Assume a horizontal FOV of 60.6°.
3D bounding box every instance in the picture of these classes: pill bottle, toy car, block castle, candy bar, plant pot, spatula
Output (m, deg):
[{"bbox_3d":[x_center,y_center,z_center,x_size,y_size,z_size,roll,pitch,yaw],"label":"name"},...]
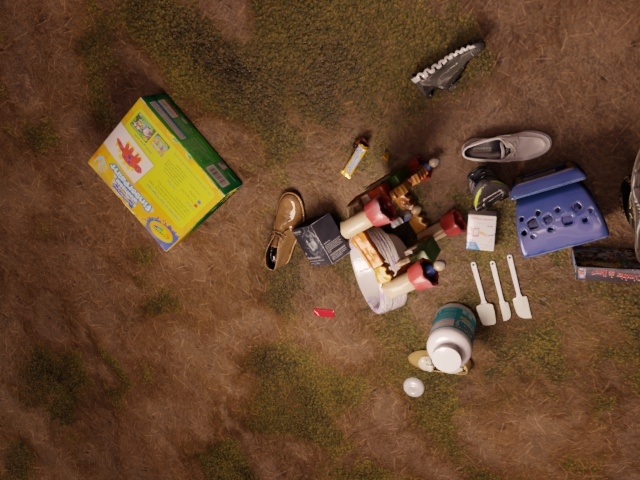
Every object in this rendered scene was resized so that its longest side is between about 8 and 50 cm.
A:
[{"bbox_3d":[0.438,0.328,1.830,0.146,0.264,0.146,8,114,17],"label":"pill bottle"},{"bbox_3d":[0.167,-0.299,1.806,0.122,0.040,0.060,33,143,-11],"label":"toy car"},{"bbox_3d":[0.276,-0.062,1.628,0.213,0.453,0.303,-30,98,35],"label":"block castle"},{"bbox_3d":[0.113,-0.266,1.820,0.040,0.018,0.161,38,141,3],"label":"candy bar"},{"bbox_3d":[0.676,-0.100,1.589,0.236,0.236,0.212,-17,98,25],"label":"plant pot"},{"bbox_3d":[0.599,0.170,1.845,0.168,0.019,0.242,-12,107,25],"label":"spatula"}]

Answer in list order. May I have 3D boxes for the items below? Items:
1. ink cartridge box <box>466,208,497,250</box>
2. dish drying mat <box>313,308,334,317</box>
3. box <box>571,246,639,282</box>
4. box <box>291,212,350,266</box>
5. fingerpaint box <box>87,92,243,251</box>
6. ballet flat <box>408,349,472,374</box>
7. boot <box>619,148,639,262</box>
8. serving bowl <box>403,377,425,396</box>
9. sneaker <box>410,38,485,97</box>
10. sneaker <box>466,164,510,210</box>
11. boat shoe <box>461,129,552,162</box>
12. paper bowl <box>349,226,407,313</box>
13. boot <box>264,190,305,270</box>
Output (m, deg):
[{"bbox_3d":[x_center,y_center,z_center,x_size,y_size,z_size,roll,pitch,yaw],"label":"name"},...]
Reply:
[{"bbox_3d":[0.520,-0.034,1.770,0.089,0.052,0.122,5,112,19],"label":"ink cartridge box"},{"bbox_3d":[0.013,0.281,2.114,0.083,0.008,0.032,4,112,19],"label":"dish drying mat"},{"bbox_3d":[0.876,0.070,1.620,0.233,0.159,0.044,2,112,19],"label":"box"},{"bbox_3d":[0.000,0.000,1.915,0.158,0.093,0.156,61,153,-9],"label":"box"},{"bbox_3d":[-0.572,-0.248,2.022,0.371,0.163,0.445,-39,94,28],"label":"fingerpaint box"},{"bbox_3d":[0.430,0.447,1.991,0.232,0.073,0.080,-1,110,21],"label":"ballet flat"},{"bbox_3d":[0.884,-0.147,1.455,0.138,0.284,0.377,-3,112,22],"label":"boot"},{"bbox_3d":[0.356,0.566,2.094,0.083,0.027,0.083,7,113,18],"label":"serving bowl"},{"bbox_3d":[0.388,-0.499,1.614,0.234,0.078,0.106,-25,104,31],"label":"sneaker"},{"bbox_3d":[0.477,-0.159,1.607,0.111,0.300,0.121,-34,80,14],"label":"sneaker"},{"bbox_3d":[0.555,-0.271,1.639,0.258,0.084,0.095,-6,109,23],"label":"boat shoe"},{"bbox_3d":[0.211,0.090,1.825,0.148,0.284,0.284,-19,107,-11],"label":"paper bowl"},{"bbox_3d":[-0.134,-0.027,1.981,0.112,0.115,0.305,20,116,14],"label":"boot"}]
